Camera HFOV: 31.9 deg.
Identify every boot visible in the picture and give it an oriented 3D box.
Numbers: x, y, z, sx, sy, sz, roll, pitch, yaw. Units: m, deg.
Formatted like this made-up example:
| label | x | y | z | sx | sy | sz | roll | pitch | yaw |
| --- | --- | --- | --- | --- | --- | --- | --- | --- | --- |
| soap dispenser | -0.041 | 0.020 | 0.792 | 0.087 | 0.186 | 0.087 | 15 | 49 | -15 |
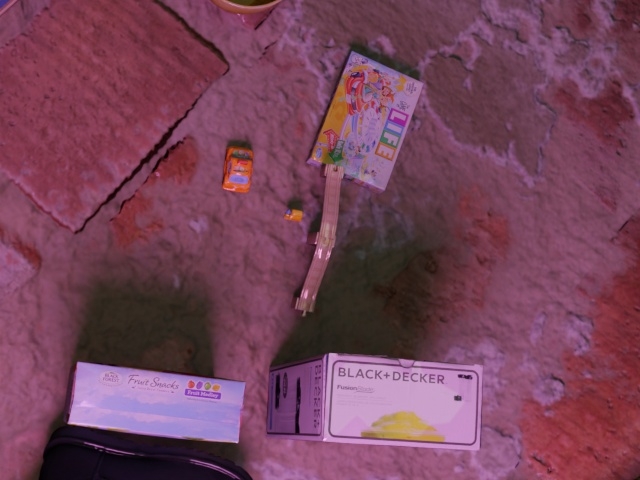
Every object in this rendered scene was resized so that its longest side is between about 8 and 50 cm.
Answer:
| label | x | y | z | sx | sy | sz | roll | pitch | yaw |
| --- | --- | --- | --- | --- | --- | --- | --- | --- | --- |
| boot | -0.203 | 0.314 | 1.187 | 0.246 | 0.094 | 0.207 | 15 | 38 | -6 |

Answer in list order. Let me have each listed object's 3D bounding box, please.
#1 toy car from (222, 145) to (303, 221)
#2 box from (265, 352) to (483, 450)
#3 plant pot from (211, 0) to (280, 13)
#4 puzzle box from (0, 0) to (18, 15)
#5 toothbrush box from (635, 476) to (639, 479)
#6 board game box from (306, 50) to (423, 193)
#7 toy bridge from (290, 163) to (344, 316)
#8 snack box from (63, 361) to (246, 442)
| label | x | y | z | sx | sy | sz | roll | pitch | yaw |
| --- | --- | --- | --- | --- | --- | --- | --- | --- | --- |
| toy car | -0.065 | -0.073 | 1.367 | 0.122 | 0.040 | 0.060 | 25 | 76 | -9 |
| box | 0.047 | 0.179 | 1.224 | 0.169 | 0.290 | 0.087 | 6 | 79 | -14 |
| plant pot | -0.097 | -0.331 | 1.373 | 0.134 | 0.095 | 0.134 | 2 | 80 | -13 |
| puzzle box | -0.416 | -0.250 | 1.187 | 0.052 | 0.272 | 0.409 | 44 | 74 | -4 |
| toothbrush box | 0.424 | 0.409 | 1.369 | 0.283 | 0.122 | 0.206 | -28 | 88 | -16 |
| board game box | 0.057 | -0.150 | 1.417 | 0.103 | 0.026 | 0.154 | 22 | 76 | -10 |
| toy bridge | 0.000 | 0.000 | 1.346 | 0.026 | 0.063 | 0.188 | 13 | 86 | -12 |
| snack box | -0.185 | 0.175 | 1.207 | 0.175 | 0.207 | 0.070 | 9 | 79 | -14 |
